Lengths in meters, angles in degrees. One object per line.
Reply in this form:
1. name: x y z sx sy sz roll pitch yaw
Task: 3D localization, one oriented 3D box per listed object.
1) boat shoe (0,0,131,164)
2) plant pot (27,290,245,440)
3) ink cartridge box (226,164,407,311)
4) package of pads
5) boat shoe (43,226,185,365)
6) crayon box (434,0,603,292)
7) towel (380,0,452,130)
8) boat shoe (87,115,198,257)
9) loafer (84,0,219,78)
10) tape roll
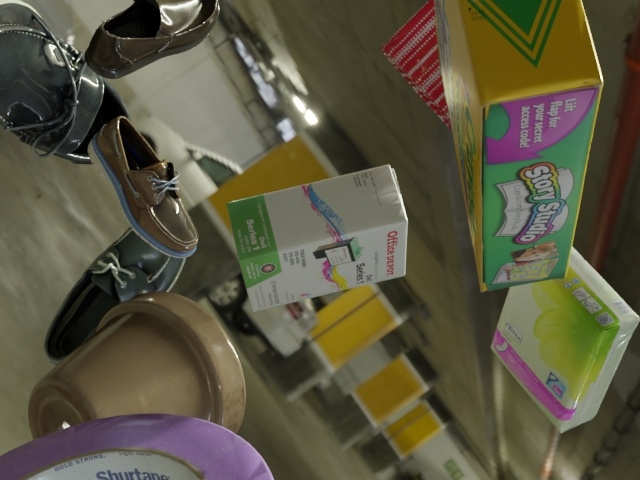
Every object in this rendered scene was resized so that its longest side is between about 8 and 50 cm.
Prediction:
1. boat shoe: -0.414 -0.224 1.459 0.156 0.187 0.500 28 -4 10
2. plant pot: -0.273 0.226 1.357 0.263 0.263 0.229 54 36 8
3. ink cartridge box: 0.000 0.000 1.614 0.201 0.278 0.117 84 -8 -62
4. package of pads: 0.425 0.163 1.729 0.229 0.101 0.297 54 -30 37
5. boat shoe: -0.322 0.074 1.537 0.116 0.319 0.099 39 -1 10
6. crayon box: 0.178 -0.166 0.955 0.363 0.106 0.313 71 13 -62
7. towel: 0.246 -0.256 1.446 0.275 0.199 0.031 49 11 7
8. boat shoe: -0.198 -0.063 1.115 0.183 0.066 0.066 50 39 5
9. loafer: -0.213 -0.289 1.287 0.080 0.220 0.078 42 -34 7
10. tape roll: -0.154 0.237 0.660 0.275 0.274 0.090 -130 -154 -60
